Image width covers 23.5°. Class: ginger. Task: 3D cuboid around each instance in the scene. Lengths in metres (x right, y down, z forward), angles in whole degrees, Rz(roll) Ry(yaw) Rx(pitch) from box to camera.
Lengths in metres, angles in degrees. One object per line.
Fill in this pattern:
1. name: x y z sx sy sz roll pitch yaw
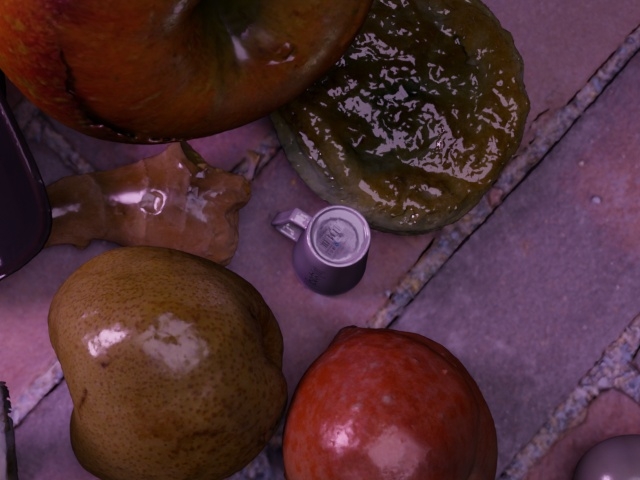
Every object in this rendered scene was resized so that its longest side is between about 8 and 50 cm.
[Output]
1. ginger: -0.209 -0.013 1.486 0.294 0.086 0.131 -14 97 -2

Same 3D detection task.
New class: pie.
1. pie: 0.084 -0.143 1.543 0.277 0.078 0.277 1 84 -9

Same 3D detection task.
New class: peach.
1. peach: 0.057 0.180 1.443 0.232 0.232 0.232 1 83 -8

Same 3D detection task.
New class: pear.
1. pear: -0.135 0.113 1.417 0.211 0.188 0.228 -12 100 -6

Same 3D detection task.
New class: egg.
1. egg: 0.314 0.242 1.514 0.135 0.103 0.103 6 82 -11

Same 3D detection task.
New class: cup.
1. cup: 0.000 0.000 1.497 0.104 0.116 0.074 34 78 4

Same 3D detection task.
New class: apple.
1. apple: -0.140 -0.284 1.383 0.384 0.374 0.374 -21 86 -17

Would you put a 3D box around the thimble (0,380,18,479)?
1. thimble: -0.336 0.253 1.336 0.150 0.271 0.271 -6 84 -10

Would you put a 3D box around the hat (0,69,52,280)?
1. hat: -0.373 -0.123 1.450 0.238 0.209 0.336 -28 105 7
